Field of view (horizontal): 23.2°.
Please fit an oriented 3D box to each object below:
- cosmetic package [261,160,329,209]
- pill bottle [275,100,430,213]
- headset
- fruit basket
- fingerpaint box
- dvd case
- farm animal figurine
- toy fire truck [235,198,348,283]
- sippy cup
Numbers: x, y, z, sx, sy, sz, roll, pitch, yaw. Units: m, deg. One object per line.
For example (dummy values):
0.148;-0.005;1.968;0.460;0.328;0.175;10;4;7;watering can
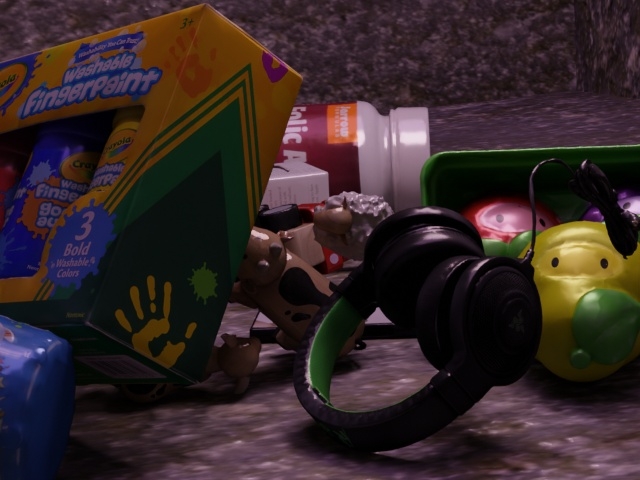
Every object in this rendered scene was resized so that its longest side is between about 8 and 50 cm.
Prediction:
-0.091;-0.034;2.430;0.184;0.151;0.151;-6;11;-16;cosmetic package
-0.008;-0.123;2.658;0.392;0.224;0.224;-3;12;4;pill bottle
0.155;0.070;1.620;0.394;0.185;0.243;-43;33;-2;headset
0.300;0.025;1.825;0.392;0.283;0.392;-1;-6;0;fruit basket
-0.271;-0.036;1.736;0.445;0.371;0.163;-5;-31;46;fingerpaint box
0.041;0.098;2.065;0.253;0.022;0.180;-2;11;5;dvd case
-0.077;0.061;1.820;0.327;0.330;0.172;22;-5;-27;farm animal figurine
0.000;0.000;2.279;0.246;0.158;0.217;-22;11;-30;toy fire truck
-0.358;0.154;1.469;0.224;0.240;0.305;8;41;8;sippy cup
